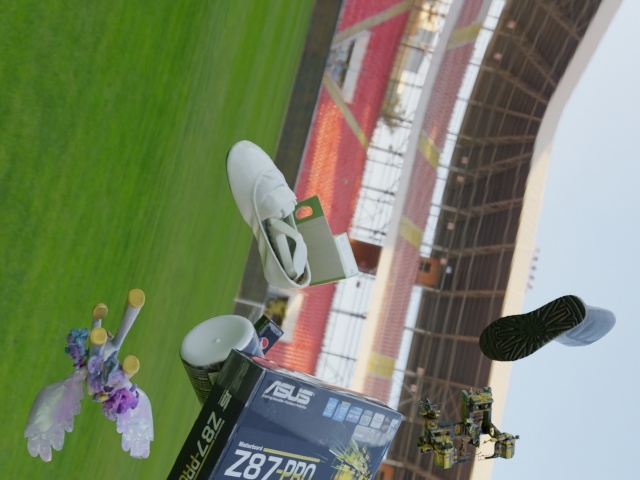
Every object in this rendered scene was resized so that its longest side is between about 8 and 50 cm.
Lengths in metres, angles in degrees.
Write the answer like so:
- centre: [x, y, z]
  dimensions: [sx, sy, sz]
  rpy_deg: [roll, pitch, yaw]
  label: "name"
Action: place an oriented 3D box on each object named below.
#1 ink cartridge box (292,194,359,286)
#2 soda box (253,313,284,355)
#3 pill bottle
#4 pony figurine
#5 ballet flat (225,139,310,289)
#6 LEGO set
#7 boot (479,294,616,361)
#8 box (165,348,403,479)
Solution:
- centre: [0.000, 0.000, 1.743]
  dimensions: [0.171, 0.056, 0.234]
  rpy_deg: [-17, -90, 53]
  label: "ink cartridge box"
- centre: [-0.167, 0.261, 1.547]
  dimensions: [0.169, 0.053, 0.060]
  rpy_deg: [-47, -158, -8]
  label: "soda box"
- centre: [-0.145, 0.260, 1.110]
  dimensions: [0.130, 0.131, 0.245]
  rpy_deg: [-83, 161, -59]
  label: "pill bottle"
- centre: [-0.537, 0.339, 1.588]
  dimensions: [0.363, 0.303, 0.350]
  rpy_deg: [-54, -146, 43]
  label: "pony figurine"
- centre: [-0.099, -0.048, 1.491]
  dimensions: [0.139, 0.139, 0.400]
  rpy_deg: [-82, 161, -55]
  label: "ballet flat"
- centre: [0.493, 0.615, 2.182]
  dimensions: [0.255, 0.332, 0.192]
  rpy_deg: [-101, -172, -75]
  label: "LEGO set"
- centre: [0.378, 0.149, 1.061]
  dimensions: [0.209, 0.190, 0.076]
  rpy_deg: [14, 55, -60]
  label: "boot"
- centre: [-0.060, 0.381, 1.074]
  dimensions: [0.097, 0.395, 0.318]
  rpy_deg: [20, -98, 45]
  label: "box"
